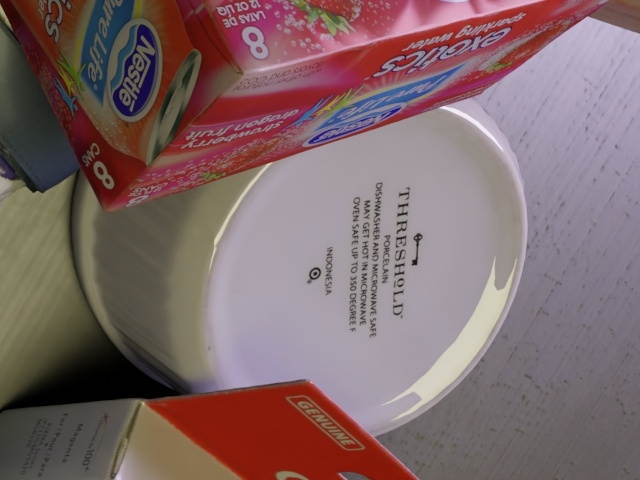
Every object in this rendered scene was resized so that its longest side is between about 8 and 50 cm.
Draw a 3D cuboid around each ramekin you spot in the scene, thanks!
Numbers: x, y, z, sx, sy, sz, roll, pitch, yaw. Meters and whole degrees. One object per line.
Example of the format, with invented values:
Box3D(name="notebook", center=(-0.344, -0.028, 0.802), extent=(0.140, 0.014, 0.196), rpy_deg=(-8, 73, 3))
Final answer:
Box3D(name="ramekin", center=(0.000, 0.000, 0.692), extent=(0.273, 0.127, 0.272), rpy_deg=(-12, 118, -25))

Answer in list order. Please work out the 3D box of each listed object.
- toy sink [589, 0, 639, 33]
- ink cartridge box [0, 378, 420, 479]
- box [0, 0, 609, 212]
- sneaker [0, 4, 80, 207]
Box3D(name="toy sink", center=(0.174, -0.213, 0.627), extent=(0.153, 0.234, 0.131), rpy_deg=(-26, 123, -16))
Box3D(name="ink cartridge box", center=(-0.033, 0.185, 0.704), extent=(0.275, 0.239, 0.060), rpy_deg=(46, 48, -36))
Box3D(name="box", center=(0.007, -0.119, 0.519), extent=(0.257, 0.128, 0.122), rpy_deg=(-21, 82, -39))
Box3D(name="sneaker", center=(-0.174, -0.015, 0.580), extent=(0.236, 0.130, 0.322), rpy_deg=(-14, 113, -20))
